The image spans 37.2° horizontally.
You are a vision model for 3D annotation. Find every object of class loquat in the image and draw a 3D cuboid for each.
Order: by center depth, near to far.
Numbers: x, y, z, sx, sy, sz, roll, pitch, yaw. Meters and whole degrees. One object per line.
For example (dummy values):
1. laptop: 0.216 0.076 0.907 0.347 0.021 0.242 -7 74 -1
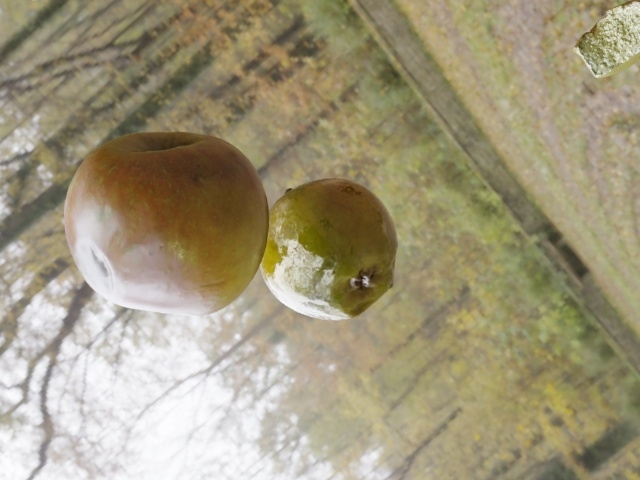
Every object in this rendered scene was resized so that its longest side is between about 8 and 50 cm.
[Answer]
1. loquat: 0.000 0.000 1.431 0.246 0.213 0.213 46 -178 40

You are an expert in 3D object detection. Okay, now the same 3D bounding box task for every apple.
1. apple: -0.176 -0.017 1.118 0.237 0.236 0.208 -112 23 -71

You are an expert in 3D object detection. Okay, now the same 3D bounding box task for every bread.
1. bread: 0.497 -0.333 1.543 0.125 0.156 0.086 -16 -107 -52
